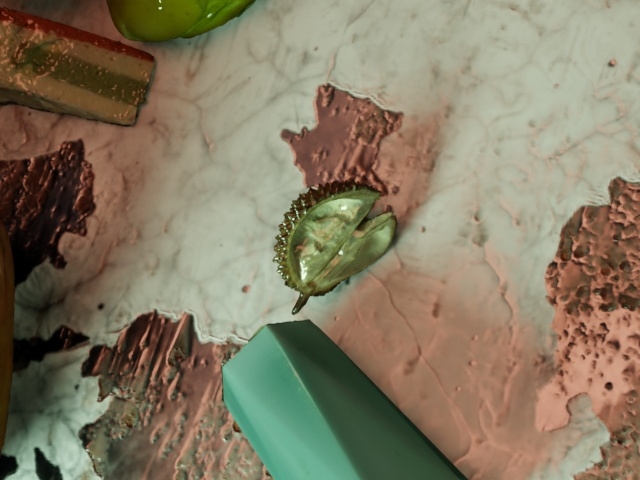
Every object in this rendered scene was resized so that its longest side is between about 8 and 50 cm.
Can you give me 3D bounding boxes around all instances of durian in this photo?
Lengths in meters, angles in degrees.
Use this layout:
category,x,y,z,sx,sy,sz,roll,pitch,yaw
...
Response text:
category,x,y,z,sx,sy,sz,roll,pitch,yaw
durian,0.001,0.000,1.487,0.140,0.110,0.071,-58,30,8

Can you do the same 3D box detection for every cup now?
category,x,y,z,sx,sy,sz,roll,pitch,yaw
cup,0.017,0.184,1.400,0.235,0.134,0.148,47,120,34

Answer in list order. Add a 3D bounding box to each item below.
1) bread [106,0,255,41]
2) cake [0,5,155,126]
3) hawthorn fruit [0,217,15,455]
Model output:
category,x,y,z,sx,sy,sz,roll,pitch,yaw
bread,-0.169,-0.384,1.641,0.166,0.112,0.383,-18,68,15
cake,-0.289,-0.176,1.664,0.220,0.117,0.086,16,81,-10
hawthorn fruit,-0.477,0.108,1.430,0.472,0.472,0.471,-6,72,19
